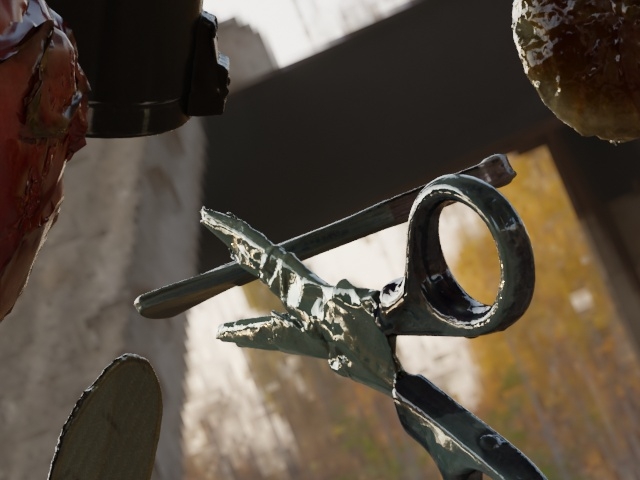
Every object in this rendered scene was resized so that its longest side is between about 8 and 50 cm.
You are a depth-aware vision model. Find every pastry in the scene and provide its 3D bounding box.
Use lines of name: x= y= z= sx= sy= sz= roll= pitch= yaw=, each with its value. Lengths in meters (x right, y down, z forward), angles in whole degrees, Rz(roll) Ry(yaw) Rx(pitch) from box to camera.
pastry: x=0.245 y=-0.177 z=1.474 sx=0.192 sy=0.182 sz=0.093 roll=-29 pitch=-4 yaw=19

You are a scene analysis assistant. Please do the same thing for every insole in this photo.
insole: x=-0.198 y=0.239 z=1.492 sx=0.009 sy=0.119 sz=0.348 roll=-3 pitch=47 yaw=35

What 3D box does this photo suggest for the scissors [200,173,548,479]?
scissors: x=0.022 y=0.061 z=1.152 sx=0.029 sy=0.256 sz=0.383 roll=-22 pitch=20 yaw=-27

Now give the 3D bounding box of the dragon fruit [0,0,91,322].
dragon fruit: x=-0.261 y=-0.044 z=0.926 sx=0.301 sy=0.295 sz=0.295 roll=-51 pitch=-2 yaw=-14

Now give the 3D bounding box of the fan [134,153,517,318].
fan: x=0.000 y=0.000 z=1.291 sx=0.282 sy=0.023 sz=0.057 roll=-23 pitch=-18 yaw=18

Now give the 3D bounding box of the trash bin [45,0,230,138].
trash bin: x=-0.191 y=-0.259 z=1.624 sx=0.252 sy=0.301 sz=0.203 roll=7 pitch=20 yaw=-1
